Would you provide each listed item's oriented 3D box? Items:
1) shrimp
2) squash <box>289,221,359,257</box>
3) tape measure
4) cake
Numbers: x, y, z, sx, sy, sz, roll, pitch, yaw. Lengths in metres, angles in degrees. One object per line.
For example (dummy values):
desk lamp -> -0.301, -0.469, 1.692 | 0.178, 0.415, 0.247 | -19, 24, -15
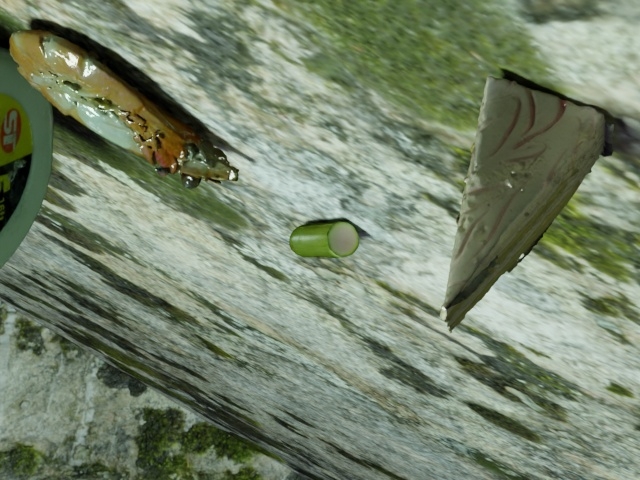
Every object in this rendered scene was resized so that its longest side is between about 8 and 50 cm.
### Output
shrimp -> -0.136, -0.087, 0.965 | 0.184, 0.043, 0.091 | 34, 162, -20
squash -> 0.000, 0.000, 1.050 | 0.027, 0.027, 0.083 | 33, 167, -20
tape measure -> -0.287, -0.112, 0.995 | 0.097, 0.215, 0.351 | 22, 122, 21
cake -> 0.077, -0.014, 0.645 | 0.065, 0.121, 0.052 | 32, 163, 15
